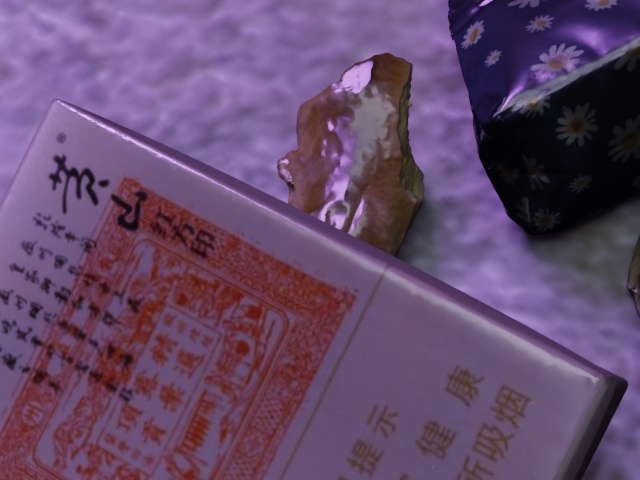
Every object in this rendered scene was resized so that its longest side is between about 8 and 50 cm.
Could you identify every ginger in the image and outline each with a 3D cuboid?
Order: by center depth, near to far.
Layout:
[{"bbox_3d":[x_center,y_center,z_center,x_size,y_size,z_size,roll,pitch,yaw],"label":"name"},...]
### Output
[{"bbox_3d":[0.006,0.001,0.562,0.057,0.044,0.137,24,72,-15],"label":"ginger"}]

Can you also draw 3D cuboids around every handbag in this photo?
[{"bbox_3d":[0.090,-0.087,0.582,0.115,0.072,0.139,-27,53,-2],"label":"handbag"}]

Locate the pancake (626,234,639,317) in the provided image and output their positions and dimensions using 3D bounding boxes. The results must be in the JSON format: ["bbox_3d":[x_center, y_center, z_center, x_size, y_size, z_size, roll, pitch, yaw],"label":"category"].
[{"bbox_3d":[0.162,0.011,0.554,0.115,0.011,0.115,-2,63,5],"label":"pancake"}]

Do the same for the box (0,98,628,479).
[{"bbox_3d":[-0.024,0.059,0.501,0.201,0.058,0.141,28,92,19],"label":"box"}]
